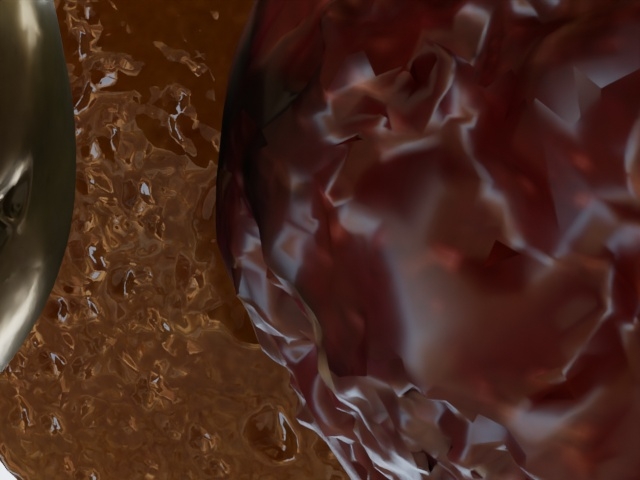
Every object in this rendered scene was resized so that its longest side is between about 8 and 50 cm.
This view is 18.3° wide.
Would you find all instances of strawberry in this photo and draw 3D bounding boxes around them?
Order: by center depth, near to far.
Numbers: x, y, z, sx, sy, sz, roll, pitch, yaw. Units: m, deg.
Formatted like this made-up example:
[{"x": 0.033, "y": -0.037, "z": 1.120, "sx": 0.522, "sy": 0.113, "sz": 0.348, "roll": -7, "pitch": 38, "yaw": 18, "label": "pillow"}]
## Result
[{"x": 0.090, "y": -0.014, "z": 0.441, "sx": 0.274, "sy": 0.220, "sz": 0.274, "roll": 18, "pitch": -90, "yaw": -85, "label": "strawberry"}]

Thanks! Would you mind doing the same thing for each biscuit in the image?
[{"x": 0.000, "y": 0.000, "z": 0.951, "sx": 0.078, "sy": 0.455, "sz": 0.350, "roll": -21, "pitch": -82, "yaw": -69, "label": "biscuit"}]

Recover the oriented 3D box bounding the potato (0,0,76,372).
[{"x": -0.201, "y": -0.044, "z": 0.639, "sx": 0.221, "sy": 0.326, "sz": 0.243, "roll": -35, "pitch": -69, "yaw": -24, "label": "potato"}]
